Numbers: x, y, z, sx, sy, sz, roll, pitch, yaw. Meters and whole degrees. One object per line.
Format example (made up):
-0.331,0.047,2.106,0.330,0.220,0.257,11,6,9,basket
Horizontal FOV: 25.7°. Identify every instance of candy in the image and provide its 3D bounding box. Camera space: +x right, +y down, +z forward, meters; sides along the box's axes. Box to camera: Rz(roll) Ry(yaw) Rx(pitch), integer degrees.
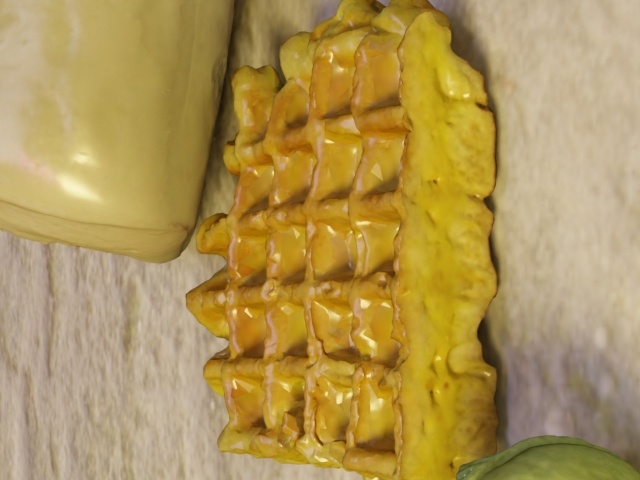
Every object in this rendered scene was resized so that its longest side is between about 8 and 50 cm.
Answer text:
0.034,0.151,0.602,0.093,0.092,0.335,-52,7,-30,candy

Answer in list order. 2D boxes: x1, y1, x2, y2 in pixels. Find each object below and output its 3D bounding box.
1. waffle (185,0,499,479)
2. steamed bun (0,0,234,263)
-0.001,0.000,0.683,0.219,0.057,0.229,-10,77,58,waffle
-0.134,-0.109,0.782,0.200,0.170,0.226,122,158,-88,steamed bun
